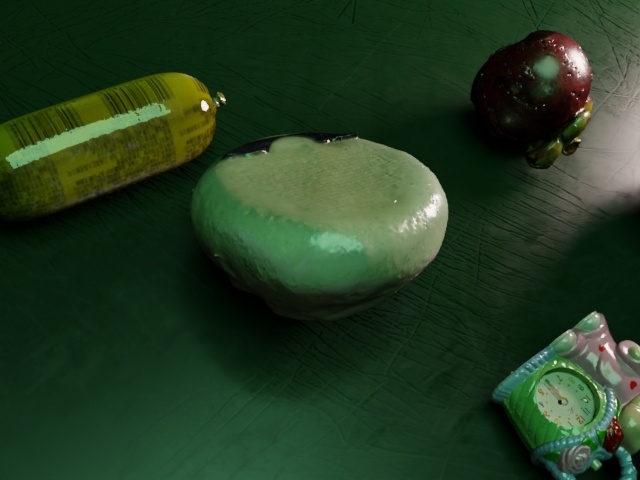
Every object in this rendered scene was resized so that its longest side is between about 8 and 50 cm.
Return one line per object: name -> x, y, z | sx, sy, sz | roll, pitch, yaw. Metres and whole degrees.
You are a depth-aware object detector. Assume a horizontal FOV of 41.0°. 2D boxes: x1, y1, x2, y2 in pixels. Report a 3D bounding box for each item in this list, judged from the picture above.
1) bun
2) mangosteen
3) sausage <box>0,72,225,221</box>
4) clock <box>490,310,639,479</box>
bun -> 0.000, 0.000, 1.000 | 0.293, 0.187, 0.293 | 1, 33, -1
mangosteen -> 0.305, -0.197, 1.194 | 0.166, 0.166, 0.180 | -38, 100, -27
sausage -> -0.275, -0.116, 1.046 | 0.347, 0.123, 0.123 | -23, 67, -22
clock -> 0.324, 0.204, 0.994 | 0.194, 0.100, 0.195 | -32, 68, -21
